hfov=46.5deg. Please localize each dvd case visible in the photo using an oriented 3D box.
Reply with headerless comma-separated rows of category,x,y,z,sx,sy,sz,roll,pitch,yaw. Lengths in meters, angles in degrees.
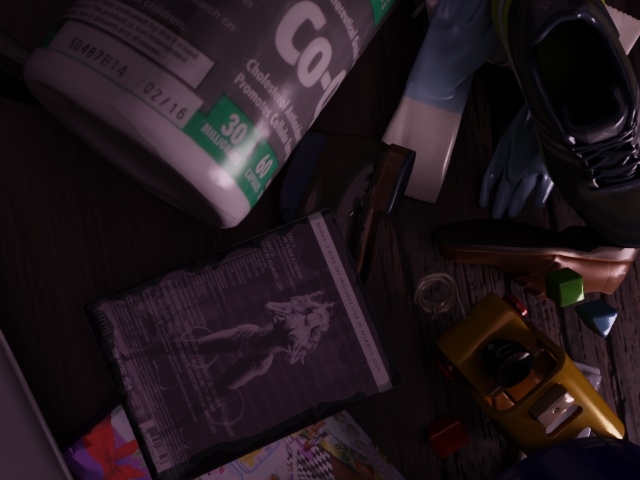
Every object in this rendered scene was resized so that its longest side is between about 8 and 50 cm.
dvd case,-0.061,0.087,0.621,0.221,0.018,0.164,-22,89,-10

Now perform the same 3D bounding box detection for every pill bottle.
pill bottle,-0.052,-0.208,0.615,0.204,0.204,0.361,36,79,-10

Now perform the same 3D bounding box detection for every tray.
tray,-0.300,0.101,0.591,0.145,0.030,0.270,-24,93,15

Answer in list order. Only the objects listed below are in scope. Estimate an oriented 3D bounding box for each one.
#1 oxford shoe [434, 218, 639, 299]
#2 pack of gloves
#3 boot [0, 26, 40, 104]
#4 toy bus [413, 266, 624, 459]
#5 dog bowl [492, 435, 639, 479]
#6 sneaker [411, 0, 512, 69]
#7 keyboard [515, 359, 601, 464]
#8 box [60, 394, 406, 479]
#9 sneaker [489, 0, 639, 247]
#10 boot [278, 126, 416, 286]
oxford shoe,0.213,0.024,0.745,0.212,0.076,0.076,7,114,-10
pack of gloves,0.169,-0.139,0.725,0.195,0.046,0.232,16,114,-17
boot,-0.301,-0.237,0.616,0.247,0.083,0.161,33,73,-12
toy bus,0.189,0.132,0.679,0.202,0.104,0.190,-1,108,-16
dog bowl,0.231,0.309,0.654,0.265,0.104,0.264,-8,115,-17
sneaker,0.160,-0.220,0.747,0.235,0.090,0.094,40,89,-5
keyboard,0.230,0.247,0.762,0.072,0.014,0.255,17,81,-9
box,-0.052,0.220,0.659,0.201,0.057,0.293,-41,97,-15
sneaker,0.235,-0.100,0.651,0.111,0.121,0.300,-26,117,23
boot,0.000,0.000,0.697,0.106,0.082,0.219,24,88,12
